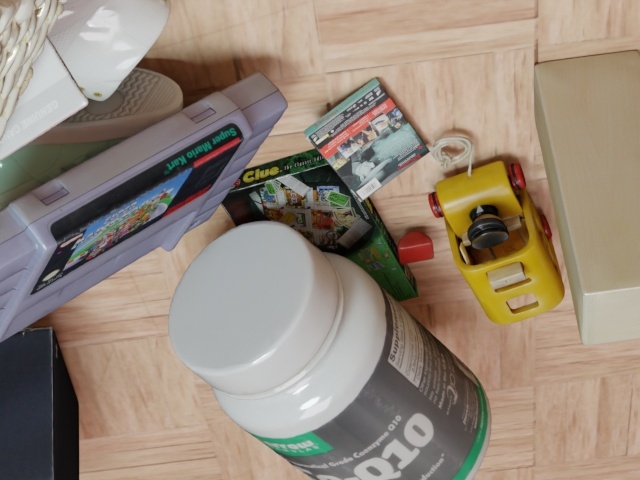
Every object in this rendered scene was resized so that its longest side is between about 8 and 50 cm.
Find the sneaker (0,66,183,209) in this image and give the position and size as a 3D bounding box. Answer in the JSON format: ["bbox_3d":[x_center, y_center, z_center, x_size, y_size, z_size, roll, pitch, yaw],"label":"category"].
[{"bbox_3d":[-0.231,-0.070,1.624,0.256,0.094,0.151,-12,131,12],"label":"sneaker"}]

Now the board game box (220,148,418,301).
[{"bbox_3d":[0.000,0.000,1.824,0.136,0.030,0.259,-17,142,11],"label":"board game box"}]

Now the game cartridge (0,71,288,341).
[{"bbox_3d":[-0.197,-0.011,1.561,0.355,0.068,0.230,-33,173,-36],"label":"game cartridge"}]

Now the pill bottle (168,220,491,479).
[{"bbox_3d":[0.013,0.138,1.817,0.204,0.204,0.361,-24,140,22],"label":"pill bottle"}]

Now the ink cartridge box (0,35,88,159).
[{"bbox_3d":[-0.349,-0.163,1.414,0.296,0.066,0.261,-28,100,28],"label":"ink cartridge box"}]

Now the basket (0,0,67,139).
[{"bbox_3d":[-0.405,-0.133,1.242,0.331,0.266,0.328,35,126,3],"label":"basket"}]

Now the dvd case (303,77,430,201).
[{"bbox_3d":[0.046,-0.096,1.691,0.087,0.013,0.119,-37,136,5],"label":"dvd case"}]

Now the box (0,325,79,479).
[{"bbox_3d":[-0.416,0.224,1.883,0.294,0.182,0.296,-4,160,-3],"label":"box"}]

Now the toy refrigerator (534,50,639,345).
[{"bbox_3d":[0.267,-0.040,1.604,0.102,0.269,0.094,-8,144,2],"label":"toy refrigerator"}]

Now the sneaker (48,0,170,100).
[{"bbox_3d":[-0.267,-0.155,1.516,0.293,0.108,0.169,-29,134,26],"label":"sneaker"}]

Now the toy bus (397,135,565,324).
[{"bbox_3d":[0.181,0.003,1.776,0.202,0.104,0.191,7,140,-23],"label":"toy bus"}]
